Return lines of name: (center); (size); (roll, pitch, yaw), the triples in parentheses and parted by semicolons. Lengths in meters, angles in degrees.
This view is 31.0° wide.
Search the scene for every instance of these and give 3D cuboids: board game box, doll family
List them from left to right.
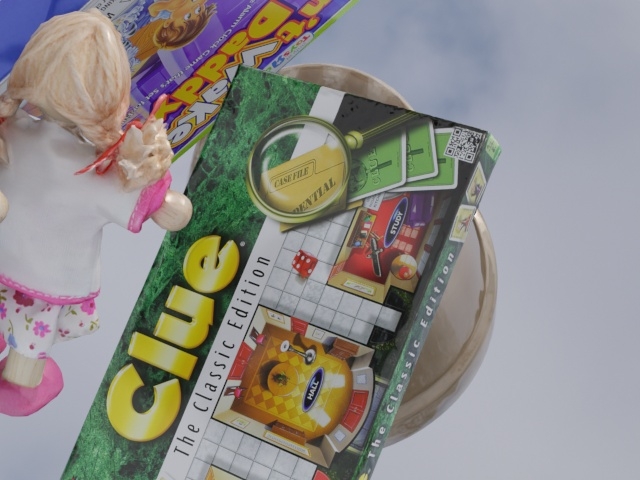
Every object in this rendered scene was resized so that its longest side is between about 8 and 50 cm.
doll family: (-0.173, -0.051, 0.369); (0.263, 0.118, 0.163); (29, -63, 20)
board game box: (-0.028, 0.055, 0.521); (0.136, 0.030, 0.259); (18, -98, 28)
board game box: (-0.024, -0.196, 0.648); (0.347, 0.233, 0.078); (-40, -103, 9)

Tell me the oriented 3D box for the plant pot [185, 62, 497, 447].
plant pot: (0.000, 0.000, 1.013); (0.323, 0.280, 0.323); (-2, -115, 5)
